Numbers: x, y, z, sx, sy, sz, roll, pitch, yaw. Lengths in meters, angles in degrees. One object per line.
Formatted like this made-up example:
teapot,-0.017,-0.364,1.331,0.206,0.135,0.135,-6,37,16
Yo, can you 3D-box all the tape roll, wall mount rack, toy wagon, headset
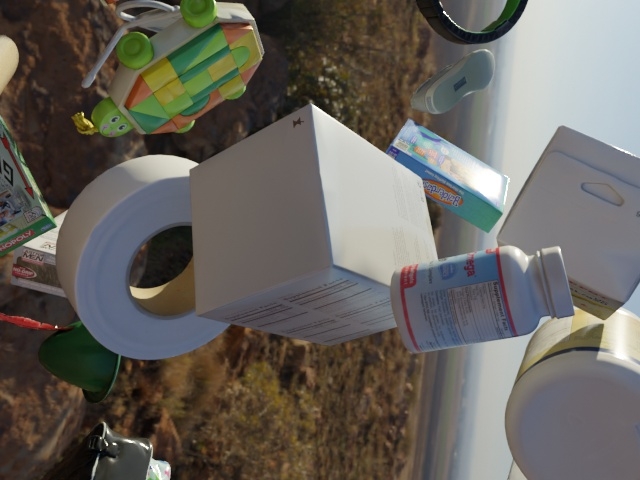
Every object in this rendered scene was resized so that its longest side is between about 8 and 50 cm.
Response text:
tape roll,-0.223,0.026,0.941,0.286,0.100,0.286,-17,122,-30
wall mount rack,-0.341,-0.410,1.434,0.350,0.304,0.131,-7,93,-63
toy wagon,-0.256,-0.267,1.115,0.068,0.344,0.267,53,-5,14
headset,0.242,-0.560,1.220,0.243,0.185,0.394,-38,117,-13

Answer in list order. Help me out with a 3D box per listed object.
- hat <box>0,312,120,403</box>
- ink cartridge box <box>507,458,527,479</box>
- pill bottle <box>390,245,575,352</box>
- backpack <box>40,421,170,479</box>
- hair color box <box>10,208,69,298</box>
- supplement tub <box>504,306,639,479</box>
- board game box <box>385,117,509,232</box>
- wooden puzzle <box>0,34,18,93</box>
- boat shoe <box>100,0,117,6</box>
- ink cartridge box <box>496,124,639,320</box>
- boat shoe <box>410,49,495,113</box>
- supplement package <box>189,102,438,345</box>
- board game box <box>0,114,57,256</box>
hat,-0.465,0.188,1.107,0.183,0.208,0.173,12,73,-38
ink cartridge box,0.427,0.489,1.294,0.218,0.092,0.159,-53,140,-49
pill bottle,0.154,0.054,0.629,0.087,0.160,0.087,-13,90,-71
backpack,-0.369,0.443,1.043,0.191,0.253,0.225,38,29,-31
hair color box,-0.633,0.022,1.721,0.374,0.185,0.114,-81,-174,-73
supplement tub,0.410,0.228,0.974,0.316,0.228,0.229,-25,121,-63
board game box,0.213,-0.114,1.103,0.047,0.210,0.160,-61,176,32
wooden puzzle,-0.430,-0.040,0.595,0.080,0.348,0.322,42,11,-31
boat shoe,-0.357,-0.432,1.044,0.049,0.043,0.137,60,-4,21
ink cartridge box,0.351,-0.013,0.871,0.168,0.171,0.232,-60,159,-2
boat shoe,0.266,-0.325,1.325,0.227,0.081,0.079,-37,121,-31
supplement package,0.000,0.000,0.825,0.262,0.198,0.199,23,53,-50
board game box,-0.627,-0.097,1.151,0.317,0.213,0.046,54,-13,23
